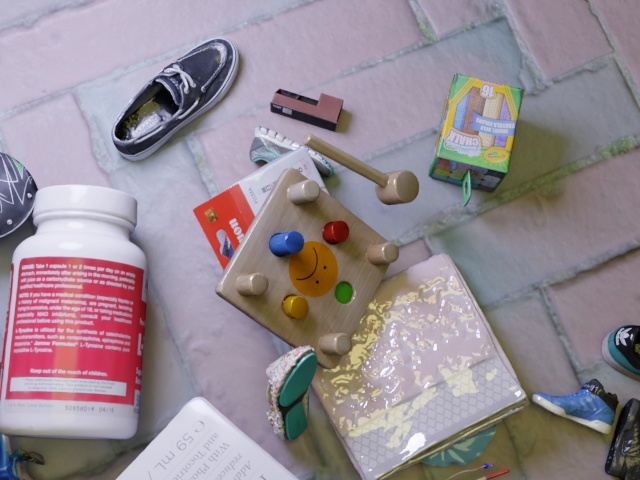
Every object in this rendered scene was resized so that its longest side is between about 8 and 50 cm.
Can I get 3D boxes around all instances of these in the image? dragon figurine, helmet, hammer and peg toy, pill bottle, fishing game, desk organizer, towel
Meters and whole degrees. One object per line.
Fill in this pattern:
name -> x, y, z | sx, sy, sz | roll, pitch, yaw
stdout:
dragon figurine -> -0.521, 0.427, 1.651 | 0.144, 0.085, 0.289 | -39, 83, -10
helmet -> -0.575, -0.076, 1.724 | 0.169, 0.161, 0.169 | 0, 77, -2
hammer and peg toy -> 0.000, 0.000, 1.666 | 0.266, 0.127, 0.361 | 36, 69, -22
pill bottle -> -0.408, 0.125, 1.651 | 0.229, 0.229, 0.408 | 2, 77, -2
fishing game -> 0.215, 0.310, 1.730 | 0.189, 0.041, 0.264 | -19, 71, -6
desk organizer -> -0.025, -0.252, 1.844 | 0.130, 0.047, 0.050 | 18, 75, 2
towel -> 0.149, 0.219, 1.715 | 0.331, 0.053, 0.317 | -26, 69, -8

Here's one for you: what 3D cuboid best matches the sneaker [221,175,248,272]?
sneaker -> -0.139, -0.015, 1.765 | 0.083, 0.087, 0.221 | -1, 77, -2

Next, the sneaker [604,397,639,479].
sneaker -> 0.557, 0.370, 1.723 | 0.089, 0.051, 0.170 | 21, 82, 3

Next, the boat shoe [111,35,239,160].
boat shoe -> -0.268, -0.274, 1.810 | 0.301, 0.102, 0.108 | -42, 82, -10

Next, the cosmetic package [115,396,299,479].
cosmetic package -> -0.124, 0.512, 1.461 | 0.393, 0.327, 0.329 | 35, 70, 24

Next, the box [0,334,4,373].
box -> -0.726, 0.209, 1.652 | 0.345, 0.168, 0.215 | -31, 80, -8

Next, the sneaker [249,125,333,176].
sneaker -> -0.057, -0.147, 1.820 | 0.166, 0.065, 0.076 | 26, 94, 7

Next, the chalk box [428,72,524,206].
chalk box -> 0.275, -0.172, 1.792 | 0.132, 0.132, 0.213 | 15, 76, 1

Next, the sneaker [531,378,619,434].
sneaker -> 0.451, 0.276, 1.732 | 0.152, 0.058, 0.085 | 22, 83, -1

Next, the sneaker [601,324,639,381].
sneaker -> 0.650, 0.230, 1.719 | 0.302, 0.121, 0.108 | 20, 78, 2

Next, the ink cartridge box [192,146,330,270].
ink cartridge box -> -0.080, -0.030, 1.720 | 0.232, 0.066, 0.189 | -34, 104, -33

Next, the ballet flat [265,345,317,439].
ballet flat -> -0.060, 0.247, 1.645 | 0.091, 0.241, 0.077 | -30, 56, -33
